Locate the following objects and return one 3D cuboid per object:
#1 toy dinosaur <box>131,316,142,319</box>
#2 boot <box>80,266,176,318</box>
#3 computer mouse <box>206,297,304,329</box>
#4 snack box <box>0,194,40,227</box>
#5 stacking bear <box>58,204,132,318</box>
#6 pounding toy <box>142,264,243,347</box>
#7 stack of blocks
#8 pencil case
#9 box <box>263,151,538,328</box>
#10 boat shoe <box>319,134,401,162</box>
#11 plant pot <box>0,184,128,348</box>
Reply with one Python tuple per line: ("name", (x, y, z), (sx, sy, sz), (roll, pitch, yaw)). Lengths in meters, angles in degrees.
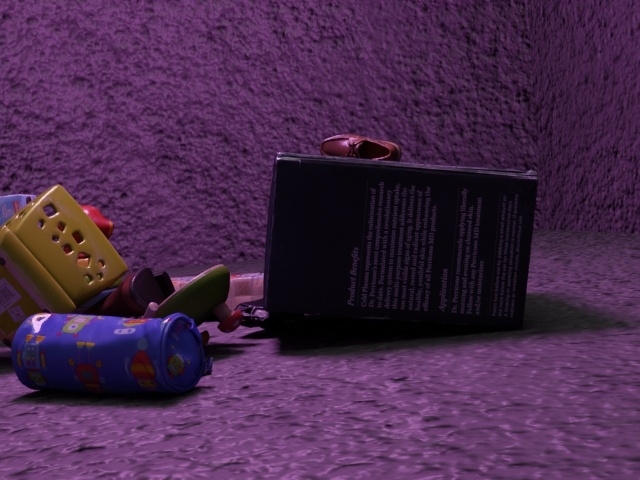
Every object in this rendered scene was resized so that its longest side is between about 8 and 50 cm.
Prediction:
("toy dinosaur", (-0.473, 0.168, 2.221), (0.118, 0.064, 0.268), (-17, 13, -43))
("boot", (-0.433, 0.140, 1.740), (0.280, 0.096, 0.264), (-23, 7, 0))
("computer mouse", (-0.148, 0.151, 1.829), (0.184, 0.060, 0.262), (5, 6, 28))
("snack box", (-0.655, 0.059, 2.024), (0.060, 0.322, 0.187), (-7, 4, -8))
("stacking bear", (-0.512, 0.065, 2.007), (0.164, 0.289, 0.175), (-5, 3, -6))
("pounding toy", (-0.229, 0.150, 1.627), (0.237, 0.110, 0.183), (-32, -9, -48))
("stack of blocks", (-0.254, 0.132, 2.210), (0.297, 0.087, 0.171), (-5, 3, 7))
("pencil case", (-0.318, 0.167, 1.380), (0.306, 0.119, 0.133), (-3, 33, 26))
("box", (0.128, -0.010, 1.818), (0.472, 0.297, 0.480), (6, 3, -3))
("boat shoe", (0.080, -0.194, 1.925), (0.178, 0.064, 0.060), (8, 1, 18))
("plant pot", (-0.556, 0.064, 1.761), (0.228, 0.227, 0.207), (-31, 13, 31))
